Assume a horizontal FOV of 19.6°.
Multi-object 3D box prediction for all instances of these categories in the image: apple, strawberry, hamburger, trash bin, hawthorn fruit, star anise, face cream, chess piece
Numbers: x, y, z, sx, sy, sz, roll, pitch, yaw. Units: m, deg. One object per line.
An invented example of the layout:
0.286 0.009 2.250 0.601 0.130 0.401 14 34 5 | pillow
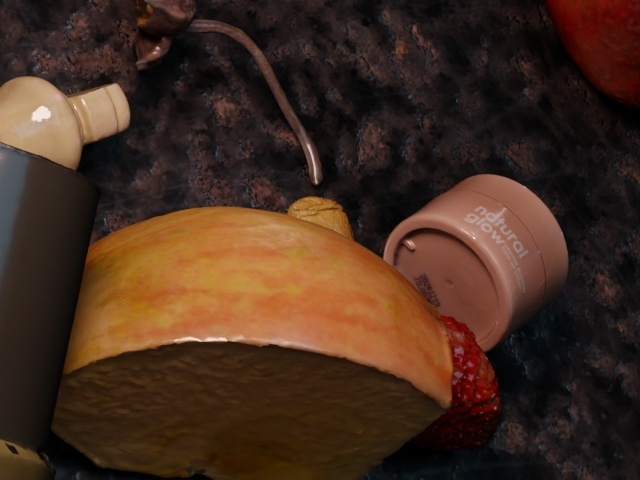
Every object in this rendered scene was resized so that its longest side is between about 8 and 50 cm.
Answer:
-0.080 0.091 1.542 0.309 0.314 0.252 22 95 -24 | apple
0.104 0.127 1.689 0.148 0.131 0.131 20 54 -29 | strawberry
0.000 0.000 1.749 0.076 0.044 0.083 -1 63 -34 | hamburger
-0.283 0.098 1.346 0.214 0.214 0.333 19 80 -26 | trash bin
0.364 -0.297 2.047 0.265 0.265 0.307 -18 60 -40 | hawthorn fruit
-0.076 -0.175 1.740 0.227 0.148 0.218 11 100 -18 | star anise
0.147 0.023 1.767 0.104 0.149 0.149 -34 86 -42 | face cream
-0.312 -0.061 1.524 0.397 0.117 0.117 -27 82 -44 | chess piece
